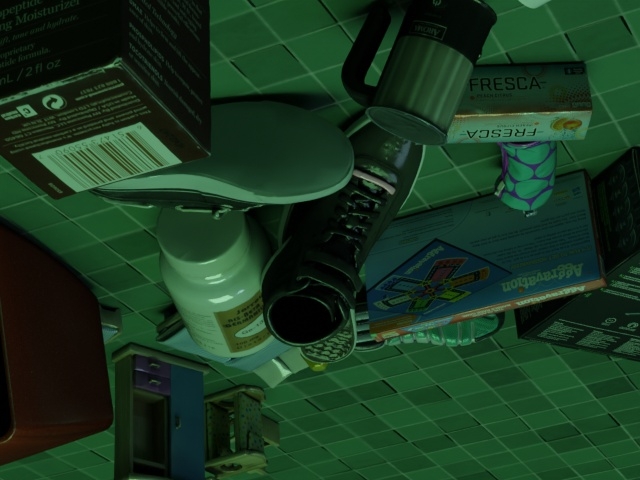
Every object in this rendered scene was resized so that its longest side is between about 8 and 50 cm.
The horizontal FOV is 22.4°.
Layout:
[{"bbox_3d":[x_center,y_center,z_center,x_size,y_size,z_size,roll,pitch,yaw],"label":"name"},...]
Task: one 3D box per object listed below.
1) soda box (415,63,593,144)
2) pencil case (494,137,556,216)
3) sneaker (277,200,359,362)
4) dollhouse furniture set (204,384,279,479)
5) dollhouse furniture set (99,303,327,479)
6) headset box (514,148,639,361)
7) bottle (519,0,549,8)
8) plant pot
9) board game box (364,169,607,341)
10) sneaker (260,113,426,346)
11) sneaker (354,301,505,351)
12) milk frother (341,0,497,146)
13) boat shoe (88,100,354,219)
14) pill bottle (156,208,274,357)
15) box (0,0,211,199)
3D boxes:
[{"bbox_3d":[0.186,-0.141,1.679,0.183,0.063,0.058,-1,151,-3],"label":"soda box"},{"bbox_3d":[0.223,-0.091,1.773,0.070,0.064,0.151,-23,151,-6],"label":"pencil case"},{"bbox_3d":[0.000,0.000,1.896,0.106,0.123,0.290,2,129,-4],"label":"sneaker"},{"bbox_3d":[-0.097,0.328,2.375,0.101,0.182,0.161,-20,147,27],"label":"dollhouse furniture set"},{"bbox_3d":[-0.170,0.188,2.097,0.286,0.198,0.303,20,143,-37],"label":"dollhouse furniture set"},{"bbox_3d":[0.406,0.025,1.935,0.246,0.131,0.283,11,148,-24],"label":"headset box"},{"bbox_3d":[0.281,-0.291,1.387,0.283,0.092,0.118,-27,145,35],"label":"bottle"},{"bbox_3d":[-0.402,0.156,1.972,0.267,0.267,0.236,-21,158,29],"label":"plant pot"},{"bbox_3d":[0.186,0.019,1.885,0.281,0.145,0.027,-15,149,20],"label":"board game box"},{"bbox_3d":[0.030,-0.004,1.733,0.105,0.147,0.295,27,114,-16],"label":"sneaker"},{"bbox_3d":[0.125,0.098,2.123,0.224,0.083,0.098,-3,180,-7],"label":"sneaker"},{"bbox_3d":[0.108,-0.158,1.565,0.129,0.134,0.143,13,165,44],"label":"milk frother"},{"bbox_3d":[-0.114,-0.074,1.719,0.306,0.113,0.105,-4,158,5],"label":"boat shoe"},{"bbox_3d":[-0.118,0.035,1.892,0.131,0.131,0.229,-7,151,5],"label":"pill bottle"},{"bbox_3d":[-0.206,-0.174,1.429,0.168,0.203,0.167,-15,149,20],"label":"box"}]
